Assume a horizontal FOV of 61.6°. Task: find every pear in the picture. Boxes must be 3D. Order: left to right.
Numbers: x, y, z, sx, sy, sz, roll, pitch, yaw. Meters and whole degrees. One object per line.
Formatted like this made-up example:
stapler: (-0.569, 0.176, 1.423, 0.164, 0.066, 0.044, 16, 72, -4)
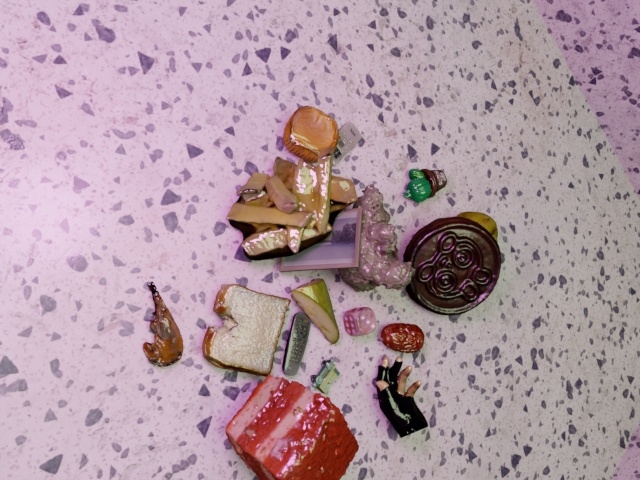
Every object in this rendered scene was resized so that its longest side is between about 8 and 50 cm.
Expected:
pear: (0.644, -0.028, 2.248, 0.200, 0.200, 0.199, 3, 83, -30)

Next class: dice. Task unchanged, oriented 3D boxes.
dice: (0.145, 0.299, 1.982, 0.091, 0.094, 0.093, -12, 90, -30)

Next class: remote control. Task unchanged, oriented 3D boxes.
remote control: (-0.086, 0.359, 1.869, 0.072, 0.042, 0.221, 23, 73, -29)
remote control: (0.080, -0.372, 2.048, 0.190, 0.029, 0.087, -47, 108, -26)

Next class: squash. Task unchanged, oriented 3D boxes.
squash: (0.000, 0.267, 1.868, 0.169, 0.093, 0.252, -18, 94, -56)

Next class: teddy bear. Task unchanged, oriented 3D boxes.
teddy bear: (0.184, -0.009, 1.894, 0.225, 0.357, 0.367, 17, 76, -17)

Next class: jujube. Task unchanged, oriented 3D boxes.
jujube: (0.316, 0.375, 2.075, 0.176, 0.109, 0.112, 10, 44, -22)

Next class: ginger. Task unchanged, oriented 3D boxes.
ginger: (-0.116, -0.147, 1.732, 0.414, 0.211, 0.358, -33, 70, -14)

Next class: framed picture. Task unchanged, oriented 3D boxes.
framed picture: (0.000, 0.000, 1.819, 0.016, 0.289, 0.213, 40, 51, -57)

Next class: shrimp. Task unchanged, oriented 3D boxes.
shrimp: (-0.495, 0.259, 1.623, 0.117, 0.066, 0.262, -25, 96, -30)

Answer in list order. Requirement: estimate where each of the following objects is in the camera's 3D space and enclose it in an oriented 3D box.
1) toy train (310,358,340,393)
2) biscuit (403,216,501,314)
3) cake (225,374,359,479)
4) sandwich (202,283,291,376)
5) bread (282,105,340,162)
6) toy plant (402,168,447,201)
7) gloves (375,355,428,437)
toy train: (0.018, 0.483, 1.915, 0.122, 0.050, 0.081, -49, 114, -26)
biscuit: (0.524, 0.108, 2.127, 0.408, 0.091, 0.407, -2, 104, -8)
cake: (-0.098, 0.612, 1.646, 0.269, 0.320, 0.270, -47, 132, -31)
sandwich: (-0.247, 0.290, 1.750, 0.249, 0.095, 0.273, 22, 73, -27)
bread: (-0.037, -0.375, 1.929, 0.199, 0.104, 0.199, 5, 77, -21)
toy plant: (0.416, -0.233, 2.195, 0.201, 0.105, 0.142, -18, 86, -19)
gloves: (0.289, 0.583, 2.009, 0.197, 0.152, 0.300, 5, 75, -51)
